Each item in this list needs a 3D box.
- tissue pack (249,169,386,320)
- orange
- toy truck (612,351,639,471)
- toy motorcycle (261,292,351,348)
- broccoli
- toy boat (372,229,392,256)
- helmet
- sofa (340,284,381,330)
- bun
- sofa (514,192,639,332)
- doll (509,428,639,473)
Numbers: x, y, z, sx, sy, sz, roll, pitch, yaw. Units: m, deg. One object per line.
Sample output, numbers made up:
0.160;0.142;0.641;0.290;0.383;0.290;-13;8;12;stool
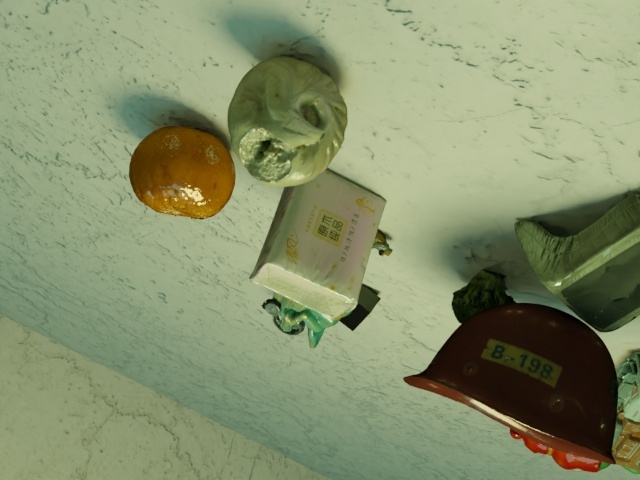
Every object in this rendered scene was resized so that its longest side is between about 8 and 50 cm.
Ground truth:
0.000;0.000;1.407;0.184;0.225;0.124;25;152;-13;tissue pack
-0.249;-0.126;1.397;0.193;0.161;0.193;8;161;3;orange
0.723;0.389;1.738;0.184;0.133;0.338;11;138;6;toy truck
-0.022;0.137;1.769;0.198;0.109;0.297;26;138;9;toy motorcycle
0.336;0.131;1.551;0.145;0.138;0.162;10;-172;-17;broccoli
0.076;-0.007;1.537;0.149;0.049;0.047;22;151;-9;toy boat
0.370;0.226;1.373;0.384;0.230;0.337;20;170;30;helmet
0.080;0.150;1.822;0.085;0.060;0.147;35;151;2;sofa
-0.045;-0.179;1.142;0.178;0.193;0.128;40;150;-22;bun
0.492;0.016;1.313;0.210;0.176;0.225;34;119;-28;sofa
0.673;0.506;1.970;0.362;0.183;0.160;1;126;11;doll
